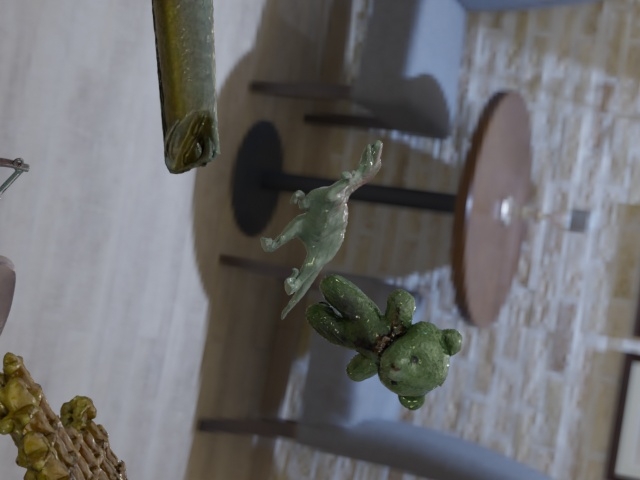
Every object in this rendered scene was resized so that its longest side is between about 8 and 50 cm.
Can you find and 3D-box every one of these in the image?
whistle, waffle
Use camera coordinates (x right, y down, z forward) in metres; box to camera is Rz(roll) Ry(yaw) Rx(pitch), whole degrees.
[{"bbox_3d":[-0.128,-0.224,1.180,0.057,0.068,0.326,2,78,-39],"label":"whistle"},{"bbox_3d":[-0.303,0.278,1.537,0.260,0.069,0.293,62,4,27],"label":"waffle"}]

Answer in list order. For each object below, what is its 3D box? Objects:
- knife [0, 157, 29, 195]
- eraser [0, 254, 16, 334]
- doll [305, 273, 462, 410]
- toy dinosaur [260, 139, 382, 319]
[{"bbox_3d":[-0.564,-0.140,1.835,0.278,0.123,0.053,30,43,-24],"label":"knife"},{"bbox_3d":[-0.581,0.108,2.041,0.204,0.243,0.059,41,13,-35],"label":"eraser"},{"bbox_3d":[0.053,0.098,1.219,0.115,0.150,0.077,-62,171,24],"label":"doll"},{"bbox_3d":[0.000,0.000,1.552,0.167,0.053,0.242,-30,144,-33],"label":"toy dinosaur"}]
